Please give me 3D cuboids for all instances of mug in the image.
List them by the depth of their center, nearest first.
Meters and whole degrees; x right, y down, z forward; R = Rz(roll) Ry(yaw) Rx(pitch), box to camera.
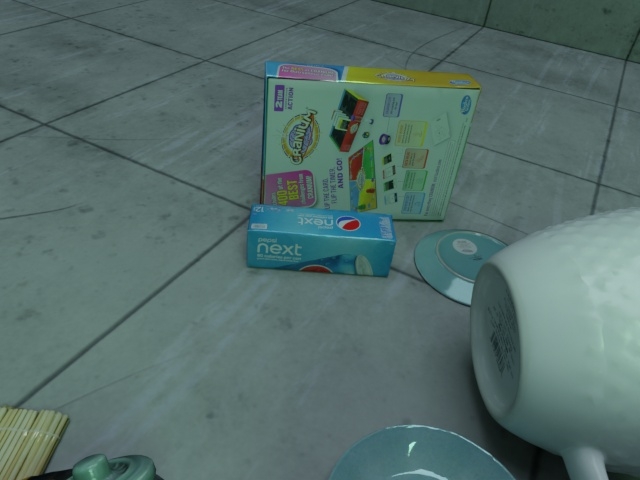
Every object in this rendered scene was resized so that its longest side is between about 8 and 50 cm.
[{"bbox_3d":[0.338,0.139,0.506,0.328,0.276,0.374,-1,56,1],"label":"mug"}]

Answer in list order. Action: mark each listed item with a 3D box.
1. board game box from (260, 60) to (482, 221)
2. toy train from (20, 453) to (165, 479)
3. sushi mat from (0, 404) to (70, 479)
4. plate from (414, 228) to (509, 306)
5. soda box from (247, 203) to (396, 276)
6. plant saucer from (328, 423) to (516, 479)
[{"bbox_3d":[0.066,-0.148,0.832,0.317,0.242,0.064,1,37,-9],"label":"board game box"},{"bbox_3d":[-0.198,0.237,0.274,0.190,0.142,0.334,-15,5,6],"label":"toy train"},{"bbox_3d":[-0.340,0.263,0.417,0.151,0.019,0.316,5,38,-1],"label":"sushi mat"},{"bbox_3d":[0.239,0.032,0.805,0.188,0.024,0.188,4,39,-3],"label":"plate"},{"bbox_3d":[0.000,0.000,0.768,0.210,0.071,0.067,5,38,-3],"label":"soda box"},{"bbox_3d":[0.097,0.260,0.473,0.195,0.037,0.195,2,36,-2],"label":"plant saucer"}]
